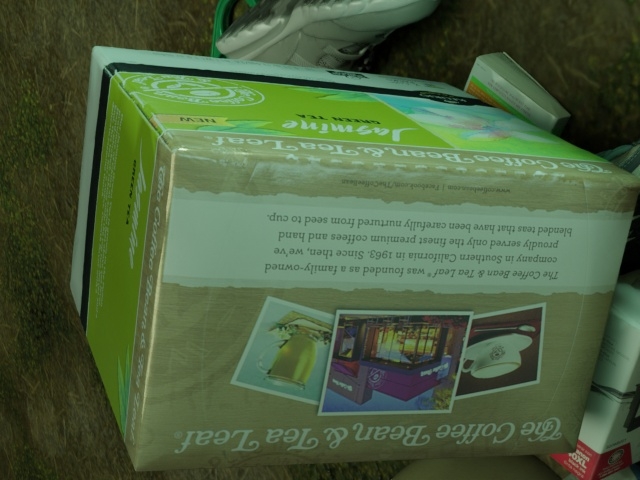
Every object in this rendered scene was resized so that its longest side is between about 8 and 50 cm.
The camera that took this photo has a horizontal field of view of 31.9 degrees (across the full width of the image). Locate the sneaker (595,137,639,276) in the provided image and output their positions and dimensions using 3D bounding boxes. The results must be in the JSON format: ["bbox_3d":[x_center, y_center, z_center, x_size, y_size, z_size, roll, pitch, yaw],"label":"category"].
[{"bbox_3d":[0.203,-0.026,0.887,0.122,0.110,0.283,60,141,26],"label":"sneaker"}]

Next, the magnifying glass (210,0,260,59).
[{"bbox_3d":[-0.113,-0.204,1.324,0.092,0.026,0.231,58,139,22],"label":"magnifying glass"}]

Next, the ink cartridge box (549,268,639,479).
[{"bbox_3d":[0.242,0.102,0.874,0.063,0.109,0.150,41,132,40],"label":"ink cartridge box"}]

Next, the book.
[{"bbox_3d":[0.156,-0.080,0.996,0.096,0.035,0.144,49,137,30],"label":"book"}]

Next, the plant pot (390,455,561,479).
[{"bbox_3d":[0.115,0.348,1.063,0.284,0.191,0.284,22,119,49],"label":"plant pot"}]

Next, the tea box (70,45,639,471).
[{"bbox_3d":[0.000,0.000,0.851,0.323,0.329,0.219,-134,50,-61],"label":"tea box"}]

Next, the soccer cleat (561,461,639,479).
[{"bbox_3d":[0.294,0.298,0.843,0.331,0.143,0.116,39,130,39],"label":"soccer cleat"}]

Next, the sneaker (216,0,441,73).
[{"bbox_3d":[0.024,-0.206,1.104,0.281,0.105,0.115,-7,130,50],"label":"sneaker"}]
